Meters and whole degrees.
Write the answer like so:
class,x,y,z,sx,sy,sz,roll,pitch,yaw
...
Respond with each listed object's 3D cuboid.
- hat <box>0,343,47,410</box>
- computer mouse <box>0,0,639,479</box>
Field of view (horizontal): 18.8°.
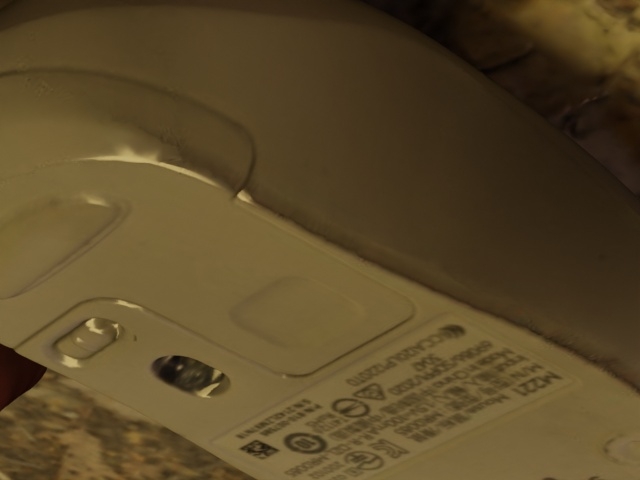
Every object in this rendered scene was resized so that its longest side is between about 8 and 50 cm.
class,x,y,z,sx,sy,sz,roll,pitch,yaw
hat,-0.194,0.001,0.740,0.205,0.089,0.205,9,150,5
computer mouse,0.000,0.000,0.655,0.297,0.121,0.184,24,141,-24
